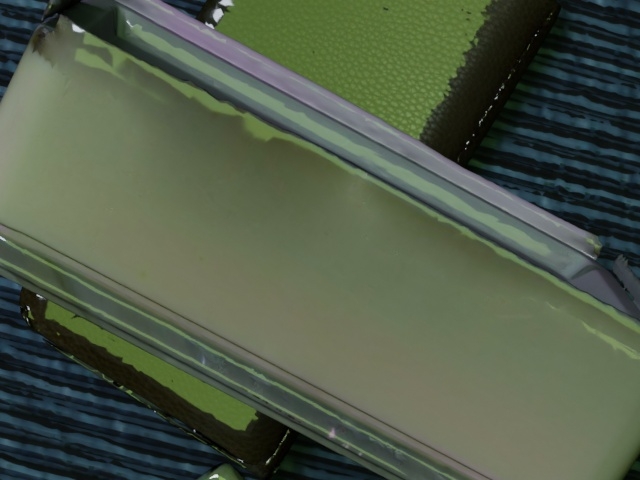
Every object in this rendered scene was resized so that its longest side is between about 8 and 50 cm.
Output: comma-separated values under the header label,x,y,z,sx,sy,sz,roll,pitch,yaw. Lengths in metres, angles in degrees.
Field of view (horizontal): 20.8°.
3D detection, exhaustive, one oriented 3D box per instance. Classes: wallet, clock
label,x,y,z,sx,sy,sz,roll,pitch,yaw
wallet,-0.011,-0.029,0.597,0.110,0.031,0.198,32,85,-7
clock,0.000,0.000,0.508,0.192,0.147,0.071,28,100,-7

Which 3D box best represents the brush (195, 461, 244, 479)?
label,x,y,z,sx,sy,sz,roll,pitch,yaw
brush,0.009,0.155,0.602,0.033,0.030,0.178,-37,84,0
